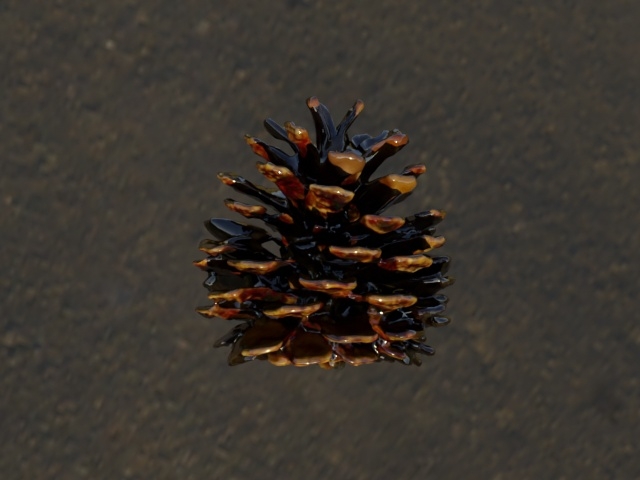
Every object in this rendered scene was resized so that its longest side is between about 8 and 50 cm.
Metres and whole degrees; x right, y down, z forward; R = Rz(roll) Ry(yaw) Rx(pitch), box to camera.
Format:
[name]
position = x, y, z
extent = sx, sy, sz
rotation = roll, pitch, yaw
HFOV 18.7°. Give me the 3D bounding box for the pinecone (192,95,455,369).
[pinecone]
position = 0.003, -0.005, 1.183
extent = 0.163, 0.163, 0.165
rotation = 3, 89, -22
